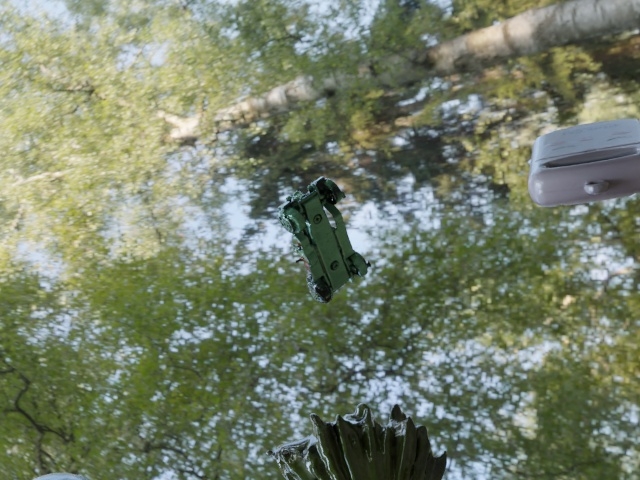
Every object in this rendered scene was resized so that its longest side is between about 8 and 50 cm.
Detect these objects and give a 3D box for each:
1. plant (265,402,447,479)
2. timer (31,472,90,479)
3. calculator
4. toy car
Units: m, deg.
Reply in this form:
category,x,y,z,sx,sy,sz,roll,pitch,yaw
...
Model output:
category,x,y,z,sx,sy,sz,roll,pitch,yaw
plant,0.060,0.387,1.087,0.251,0.180,0.333,-3,-131,-4
timer,-0.326,0.434,1.137,0.255,0.175,0.175,44,-119,4
calculator,0.219,-0.064,0.669,0.175,0.100,0.032,-51,-50,-66
toy car,0.000,0.000,0.903,0.073,0.054,0.143,-36,-51,-18
